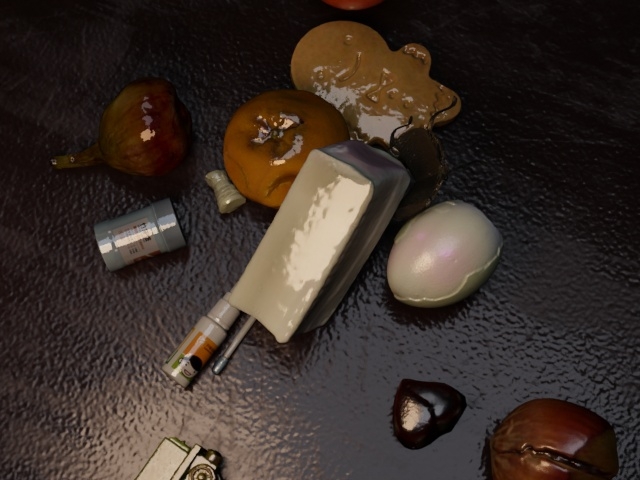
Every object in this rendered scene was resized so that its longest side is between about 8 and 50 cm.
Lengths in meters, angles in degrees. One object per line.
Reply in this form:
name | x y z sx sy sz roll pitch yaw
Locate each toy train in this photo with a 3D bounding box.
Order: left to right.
toy train | -0.274 0.449 1.780 0.137 0.090 0.225 32 76 13

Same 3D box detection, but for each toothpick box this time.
toothpick box | -0.341 -0.010 1.916 0.153 0.101 0.101 -21 74 -4

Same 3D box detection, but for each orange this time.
orange | -0.066 -0.187 1.919 0.249 0.183 0.249 -2 71 5

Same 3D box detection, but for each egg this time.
egg | 0.220 0.034 1.855 0.183 0.183 0.217 42 79 12

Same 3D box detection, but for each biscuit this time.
biscuit | 0.102 -0.310 2.031 0.355 0.052 0.275 39 77 11

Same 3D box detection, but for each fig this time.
fig | -0.378 -0.210 1.969 0.290 0.191 0.190 -8 69 35

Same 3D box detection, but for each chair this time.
chair | 0.190 -0.141 1.870 0.213 0.174 0.149 -43 106 -40

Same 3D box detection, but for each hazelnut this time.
hazelnut | 0.401 0.381 1.750 0.181 0.181 0.212 20 83 -14

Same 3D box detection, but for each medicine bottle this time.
medicine bottle | -0.195 0.181 1.882 0.092 0.061 0.220 41 76 -13

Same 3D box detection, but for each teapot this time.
teapot | -0.185 -0.100 1.970 0.067 0.057 0.083 -15 65 -41

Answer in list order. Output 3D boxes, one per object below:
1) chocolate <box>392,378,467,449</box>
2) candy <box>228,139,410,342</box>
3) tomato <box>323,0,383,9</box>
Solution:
chocolate | 0.193 0.298 1.827 0.149 0.080 0.125 -29 75 -7
candy | -0.001 -0.001 1.790 0.145 0.208 0.358 34 107 16
tomato | 0.071 -0.589 2.020 0.224 0.256 0.255 16 73 -12
